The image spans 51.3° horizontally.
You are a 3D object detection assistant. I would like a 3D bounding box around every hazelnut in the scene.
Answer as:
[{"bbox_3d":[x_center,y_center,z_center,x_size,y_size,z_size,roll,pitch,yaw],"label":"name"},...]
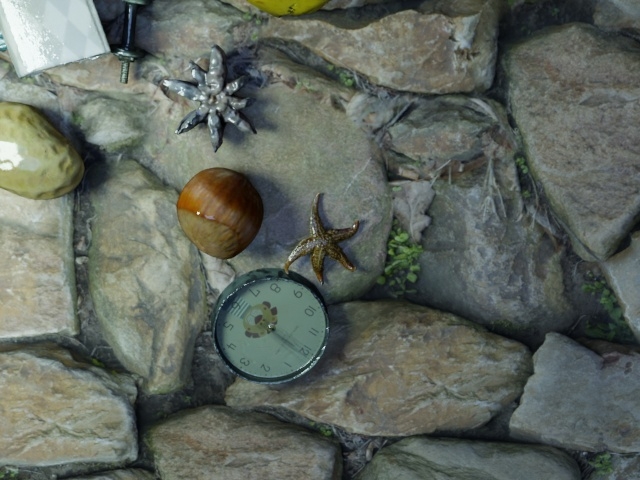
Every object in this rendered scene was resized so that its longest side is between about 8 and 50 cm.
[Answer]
[{"bbox_3d":[-0.231,-0.068,1.551,0.214,0.176,0.214,-16,113,-43],"label":"hazelnut"}]

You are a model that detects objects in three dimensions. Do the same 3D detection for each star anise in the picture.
[{"bbox_3d":[-0.243,-0.320,1.505,0.229,0.093,0.236,12,107,-12],"label":"star anise"}]

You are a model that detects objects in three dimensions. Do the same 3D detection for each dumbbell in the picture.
[{"bbox_3d":[-0.410,-0.465,1.436,0.110,0.110,0.255,8,112,-10],"label":"dumbbell"}]

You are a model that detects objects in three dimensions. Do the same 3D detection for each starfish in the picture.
[{"bbox_3d":[0.002,0.003,1.663,0.213,0.057,0.238,-17,110,-10],"label":"starfish"}]

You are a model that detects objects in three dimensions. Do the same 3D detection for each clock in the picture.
[{"bbox_3d":[-0.128,0.224,1.712,0.312,0.061,0.313,-2,107,-7],"label":"clock"}]

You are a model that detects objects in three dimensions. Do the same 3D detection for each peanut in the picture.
[{"bbox_3d":[-0.699,-0.219,1.435,0.387,0.169,0.192,25,97,-14],"label":"peanut"}]

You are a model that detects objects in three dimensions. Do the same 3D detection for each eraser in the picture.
[{"bbox_3d":[-0.580,-0.542,1.323,0.213,0.082,0.397,-16,106,-3],"label":"eraser"}]

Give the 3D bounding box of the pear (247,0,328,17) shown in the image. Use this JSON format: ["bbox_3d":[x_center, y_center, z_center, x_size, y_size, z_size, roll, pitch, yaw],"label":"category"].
[{"bbox_3d":[-0.077,-0.627,1.351,0.284,0.285,0.336,-18,88,-2],"label":"pear"}]

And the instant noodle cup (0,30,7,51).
[{"bbox_3d":[-0.643,-0.506,1.402,0.179,0.070,0.157,-29,108,2],"label":"instant noodle cup"}]
